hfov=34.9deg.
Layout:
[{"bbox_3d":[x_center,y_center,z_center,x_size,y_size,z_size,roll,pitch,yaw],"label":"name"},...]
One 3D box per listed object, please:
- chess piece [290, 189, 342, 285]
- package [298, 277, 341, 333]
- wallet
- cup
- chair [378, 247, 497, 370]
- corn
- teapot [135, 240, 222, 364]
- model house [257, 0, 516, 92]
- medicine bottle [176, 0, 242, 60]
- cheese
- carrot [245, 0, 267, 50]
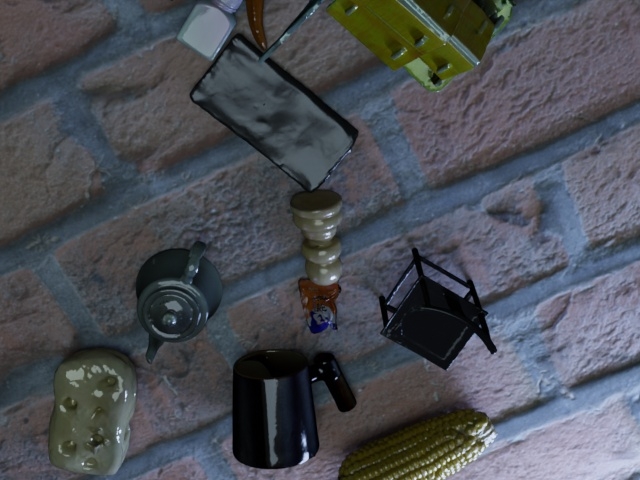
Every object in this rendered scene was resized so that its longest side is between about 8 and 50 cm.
[{"bbox_3d":[0.000,0.000,1.836,0.094,0.094,0.170,-6,119,2],"label":"chess piece"},{"bbox_3d":[0.003,0.120,1.905,0.077,0.033,0.111,-5,98,26],"label":"package"},{"bbox_3d":[-0.078,-0.218,1.777,0.285,0.030,0.146,38,103,-14],"label":"wallet"},{"bbox_3d":[-0.065,0.302,1.938,0.166,0.239,0.177,11,111,41],"label":"cup"},{"bbox_3d":[0.202,0.138,1.788,0.154,0.260,0.141,29,108,-10],"label":"chair"},{"bbox_3d":[0.174,0.425,1.969,0.347,0.130,0.130,-27,109,6],"label":"corn"},{"bbox_3d":[-0.261,0.107,1.837,0.162,0.149,0.239,26,109,-8],"label":"teapot"},{"bbox_3d":[0.110,-0.318,1.582,0.300,0.323,0.340,41,106,-13],"label":"model house"},{"bbox_3d":[-0.180,-0.370,1.705,0.074,0.055,0.118,32,109,-8],"label":"medicine bottle"},{"bbox_3d":[-0.437,0.328,1.952,0.159,0.093,0.263,9,110,-5],"label":"cheese"},{"bbox_3d":[-0.108,-0.388,1.712,0.035,0.035,0.142,-4,116,1],"label":"carrot"}]
